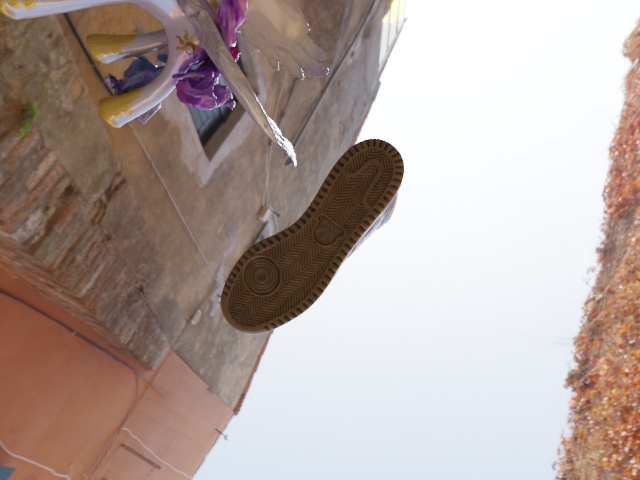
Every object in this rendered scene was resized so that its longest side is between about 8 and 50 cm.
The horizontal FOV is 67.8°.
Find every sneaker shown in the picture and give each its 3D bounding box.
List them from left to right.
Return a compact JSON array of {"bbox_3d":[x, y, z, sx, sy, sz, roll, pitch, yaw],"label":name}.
[{"bbox_3d":[0.000,0.000,0.606,0.099,0.153,0.282,44,-82,5],"label":"sneaker"}]

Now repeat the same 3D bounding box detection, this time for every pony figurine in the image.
[{"bbox_3d":[-0.163,-0.279,0.617,0.364,0.351,0.302,-14,-134,21],"label":"pony figurine"}]
